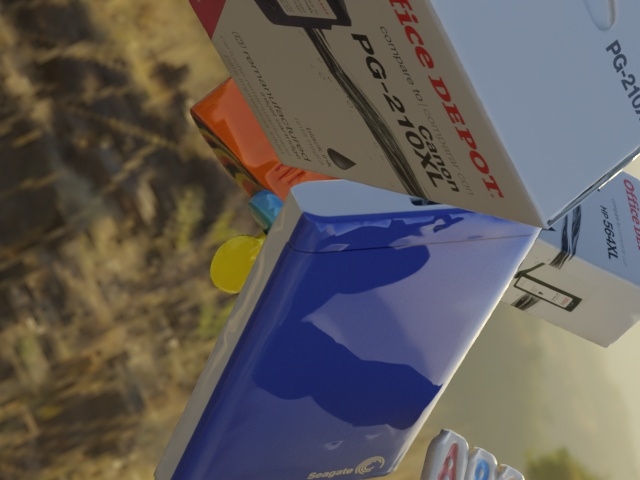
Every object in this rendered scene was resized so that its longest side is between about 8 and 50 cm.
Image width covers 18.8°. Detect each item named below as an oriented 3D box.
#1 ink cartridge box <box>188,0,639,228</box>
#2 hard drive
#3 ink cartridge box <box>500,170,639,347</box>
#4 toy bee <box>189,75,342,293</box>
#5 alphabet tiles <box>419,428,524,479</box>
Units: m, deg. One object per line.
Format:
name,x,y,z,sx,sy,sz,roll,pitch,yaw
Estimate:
ink cartridge box,0.036,-0.115,0.901,0.237,0.100,0.172,17,-39,58
hard drive,0.021,0.076,1.423,0.040,0.210,0.319,62,-38,34
ink cartridge box,0.185,-0.017,1.649,0.203,0.086,0.148,23,41,-26
toy bee,0.000,0.000,1.639,0.162,0.195,0.298,70,-1,-57
alphabet tiles,0.100,0.299,1.510,0.284,0.021,0.278,35,65,-54
